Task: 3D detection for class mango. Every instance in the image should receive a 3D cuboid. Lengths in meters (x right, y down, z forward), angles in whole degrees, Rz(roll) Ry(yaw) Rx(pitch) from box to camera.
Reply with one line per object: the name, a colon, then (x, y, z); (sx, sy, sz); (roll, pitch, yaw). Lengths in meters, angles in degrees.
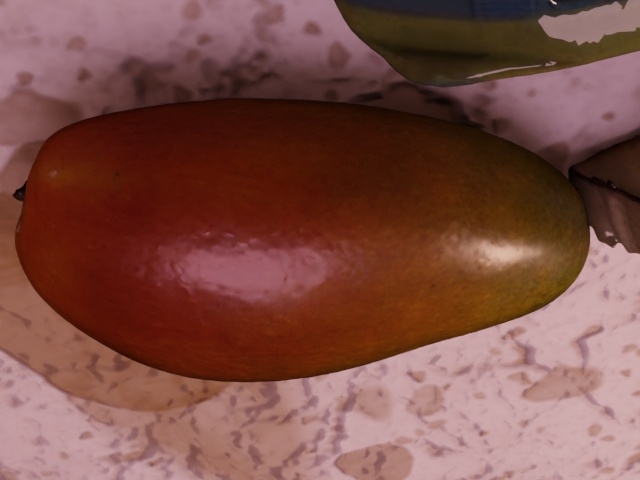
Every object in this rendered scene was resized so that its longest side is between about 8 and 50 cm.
mango: (-0.001, -0.004, 0.695); (0.289, 0.129, 0.146); (-6, 133, -9)

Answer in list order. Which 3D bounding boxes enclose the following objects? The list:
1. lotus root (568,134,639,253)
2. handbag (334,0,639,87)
lotus root: (0.262, -0.012, 0.671); (0.170, 0.261, 0.074); (-39, 132, -9)
handbag: (0.095, -0.205, 0.426); (0.263, 0.222, 0.241); (-11, 131, 10)
